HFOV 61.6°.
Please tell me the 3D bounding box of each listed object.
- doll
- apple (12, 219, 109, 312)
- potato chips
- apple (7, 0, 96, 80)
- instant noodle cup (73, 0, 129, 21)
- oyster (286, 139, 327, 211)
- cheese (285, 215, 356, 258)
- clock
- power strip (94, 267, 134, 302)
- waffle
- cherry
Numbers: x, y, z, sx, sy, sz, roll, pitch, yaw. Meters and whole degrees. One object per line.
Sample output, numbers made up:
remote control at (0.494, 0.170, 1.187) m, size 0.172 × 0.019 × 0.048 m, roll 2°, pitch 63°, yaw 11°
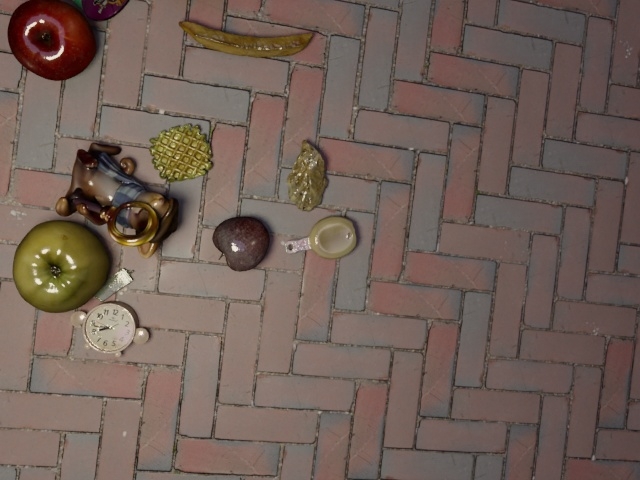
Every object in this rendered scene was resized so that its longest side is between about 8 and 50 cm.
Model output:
doll at (-0.559, -0.123, 1.515) m, size 0.340 × 0.209 × 0.317 m, roll 34°, pitch 47°, yaw -7°
apple at (-0.725, 0.074, 1.505) m, size 0.263 × 0.262 × 0.262 m, roll 0°, pitch 91°, yaw -9°
potato chips at (-0.228, -0.612, 1.653) m, size 0.408 × 0.057 × 0.080 m, roll 2°, pitch 85°, yaw -10°
apple at (-0.746, -0.560, 1.497) m, size 0.219 × 0.201 × 0.218 m, roll -1°, pitch 98°, yaw -9°
instant noodle cup at (-0.654, -0.776, 1.497) m, size 0.190 × 0.251 × 0.251 m, roll 35°, pitch 86°, yaw 0°
oyster at (-0.034, -0.196, 1.688) m, size 0.133 × 0.072 × 0.208 m, roll 22°, pitch 90°, yaw -6°
cheese at (0.000, 0.000, 1.702) m, size 0.228 × 0.064 × 0.137 m, roll -12°, pitch 92°, yaw -7°
clock at (-0.628, 0.261, 1.609) m, size 0.230 × 0.063 × 0.155 m, roll 16°, pitch 91°, yaw -7°
power strip at (-0.624, 0.132, 1.626) m, size 0.136 × 0.019 × 0.050 m, roll -37°, pitch 95°, yaw -6°
waffle at (-0.427, -0.267, 1.640) m, size 0.184 × 0.036 × 0.169 m, roll -17°, pitch 91°, yaw -10°
cherry at (-0.235, 0.008, 1.625) m, size 0.176 × 0.140 × 0.175 m, roll 3°, pitch 76°, yaw -11°
